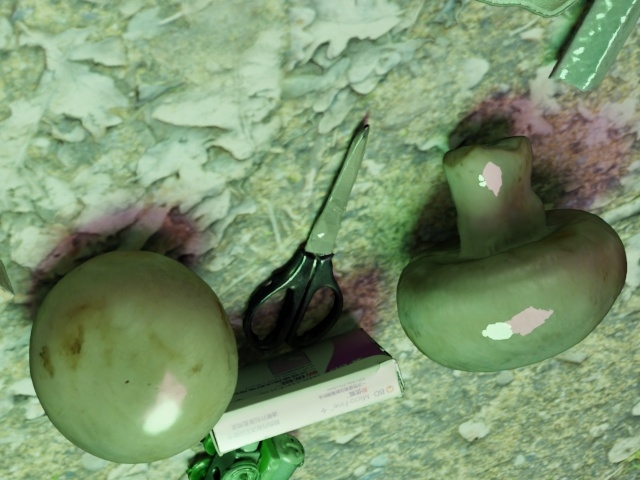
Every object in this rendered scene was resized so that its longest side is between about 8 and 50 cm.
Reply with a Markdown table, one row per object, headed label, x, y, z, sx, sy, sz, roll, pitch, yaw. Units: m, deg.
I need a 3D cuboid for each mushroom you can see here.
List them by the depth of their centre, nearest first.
| label | x | y | z | sx | sy | sz | roll | pitch | yaw |
| --- | --- | --- | --- | --- | --- | --- | --- | --- | --- |
| mushroom | -0.168 | 0.109 | 1.699 | 0.207 | 0.207 | 0.215 | -44 | 169 | 20 |
| mushroom | 0.178 | 0.009 | 1.737 | 0.243 | 0.243 | 0.243 | -12 | 136 | -12 |

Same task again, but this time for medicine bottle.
| label | x | y | z | sx | sy | sz | roll | pitch | yaw |
| --- | --- | --- | --- | --- | --- | --- | --- | --- | --- |
| medicine bottle | -0.025 | 0.156 | 1.799 | 0.201 | 0.171 | 0.052 | -17 | 100 | -6 |

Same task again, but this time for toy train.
| label | x | y | z | sx | sy | sz | roll | pitch | yaw |
| --- | --- | --- | --- | --- | --- | --- | --- | --- | --- |
| toy train | -0.106 | 0.302 | 1.969 | 0.119 | 0.085 | 0.251 | 6 | 131 | -36 |

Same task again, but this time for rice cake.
| label | x | y | z | sx | sy | sz | roll | pitch | yaw |
| --- | --- | --- | --- | --- | --- | --- | --- | --- | --- |
| rice cake | 0.303 | -0.260 | 1.625 | 0.081 | 0.051 | 0.290 | -27 | 152 | -51 |

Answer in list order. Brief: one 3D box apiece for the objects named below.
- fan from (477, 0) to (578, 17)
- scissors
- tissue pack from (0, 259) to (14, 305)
| label | x | y | z | sx | sy | sz | roll | pitch | yaw |
| --- | --- | --- | --- | --- | --- | --- | --- | --- | --- |
| fan | 0.230 | -0.253 | 1.575 | 0.220 | 0.009 | 0.132 | 9 | 132 | -6 |
| scissors | 0.000 | 0.000 | 1.760 | 0.109 | 0.022 | 0.300 | -2 | 132 | -27 |
| tissue pack | -0.343 | 0.045 | 1.623 | 0.094 | 0.058 | 0.074 | -33 | 139 | 10 |
